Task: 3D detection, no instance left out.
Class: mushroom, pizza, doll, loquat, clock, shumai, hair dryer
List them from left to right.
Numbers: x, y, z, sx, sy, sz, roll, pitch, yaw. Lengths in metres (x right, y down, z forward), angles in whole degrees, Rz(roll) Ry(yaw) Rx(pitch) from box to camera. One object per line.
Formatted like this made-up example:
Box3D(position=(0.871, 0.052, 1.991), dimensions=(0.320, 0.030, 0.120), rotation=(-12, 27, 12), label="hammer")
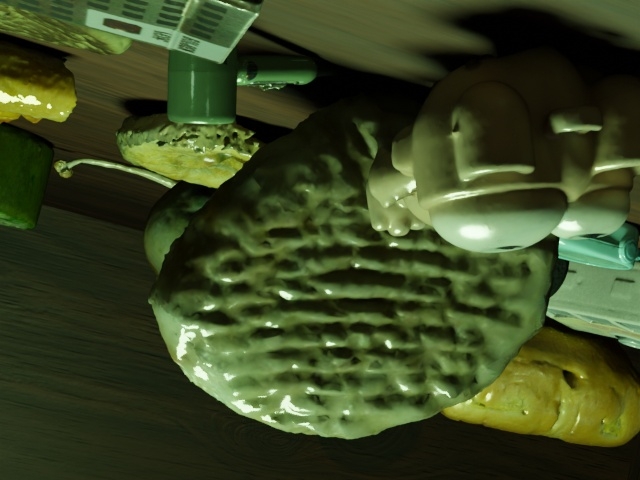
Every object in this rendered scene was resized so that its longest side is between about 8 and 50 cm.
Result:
Box3D(position=(-0.362, -0.148, 1.422), dimensions=(0.336, 0.086, 0.226), rotation=(11, 173, 12), label="pizza")
Box3D(position=(-0.223, -0.083, 2.155), dimensions=(0.286, 0.028, 0.026), rotation=(8, -149, -13), label="mushroom")
Box3D(position=(-0.125, 0.001, 1.967), dimensions=(0.179, 0.179, 0.227), rotation=(10, 173, 36), label="loquat")
Box3D(position=(-0.039, -0.117, 1.080), dimensions=(0.150, 0.071, 0.047), rotation=(-5, -167, -41), label="hair dryer")
Box3D(position=(0.000, 0.000, 1.255), dimensions=(0.314, 0.267, 0.262), rotation=(-14, -161, -15), label="shumai")
Box3D(position=(0.112, -0.046, 0.992), dimensions=(0.154, 0.119, 0.278), rotation=(-5, 174, -7), label="doll")
Box3D(position=(0.280, 0.001, 1.594), dimensions=(0.147, 0.045, 0.108), rotation=(14, 176, -15), label="clock")

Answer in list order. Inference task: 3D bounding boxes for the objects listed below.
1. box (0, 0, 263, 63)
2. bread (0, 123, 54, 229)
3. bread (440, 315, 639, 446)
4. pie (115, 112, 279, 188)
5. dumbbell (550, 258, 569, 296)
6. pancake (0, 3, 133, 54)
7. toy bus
Box3D(position=(-0.194, -0.172, 0.871), dimensions=(0.325, 0.047, 0.180), rotation=(14, 175, -9), label="box")
Box3D(position=(-0.544, -0.109, 2.094), dimensions=(0.366, 0.129, 0.382), rotation=(17, 174, -33), label="bread")
Box3D(position=(0.260, 0.123, 2.064), dimensions=(0.328, 0.148, 0.337), rotation=(13, -156, -22), label="bread")
Box3D(position=(-0.084, -0.081, 1.591), dimensions=(0.274, 0.055, 0.274), rotation=(13, 176, 1), label="pie")
Box3D(position=(0.186, 0.019, 1.733), dimensions=(0.100, 0.100, 0.191), rotation=(16, 175, -24), label="dumbbell")
Box3D(position=(-0.250, -0.173, 1.108), dimensions=(0.250, 0.031, 0.250), rotation=(14, 175, 1), label="pancake")
Box3D(position=(0.412, 0.076, 1.836), dimensions=(0.138, 0.097, 0.343), rotation=(26, 170, -38), label="toy bus")
